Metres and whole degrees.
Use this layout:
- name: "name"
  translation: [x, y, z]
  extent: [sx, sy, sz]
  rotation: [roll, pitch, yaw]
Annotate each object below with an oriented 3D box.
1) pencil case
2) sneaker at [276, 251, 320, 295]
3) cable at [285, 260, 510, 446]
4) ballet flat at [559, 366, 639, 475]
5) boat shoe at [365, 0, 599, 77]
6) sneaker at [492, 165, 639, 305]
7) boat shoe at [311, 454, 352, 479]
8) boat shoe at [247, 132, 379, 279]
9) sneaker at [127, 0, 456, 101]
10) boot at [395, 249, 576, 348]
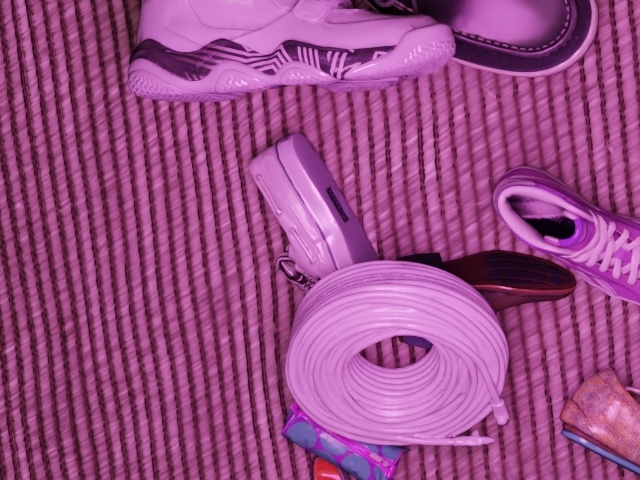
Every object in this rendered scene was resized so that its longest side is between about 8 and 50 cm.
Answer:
- name: "pencil case"
  translation: [0.028, 0.245, 1.953]
  extent: [0.152, 0.070, 0.064]
  rotation: [29, 74, 5]
- name: "sneaker"
  translation: [-0.022, 0.048, 1.951]
  extent: [0.083, 0.037, 0.032]
  rotation: [36, 100, 1]
- name: "cable"
  translation: [0.088, 0.131, 1.855]
  extent: [0.257, 0.089, 0.257]
  rotation: [-3, 130, 6]
- name: "ballet flat"
  translation: [0.447, 0.266, 1.875]
  extent: [0.348, 0.123, 0.123]
  rotation: [33, 102, 3]
- name: "boat shoe"
  translation: [0.091, -0.347, 1.819]
  extent: [0.500, 0.156, 0.187]
  rotation: [36, 100, 1]
- name: "sneaker"
  translation: [0.321, 0.012, 1.830]
  extent: [0.282, 0.161, 0.102]
  rotation: [24, 100, 4]
- name: "boat shoe"
  translation: [0.019, 0.327, 1.982]
  extent: [0.049, 0.043, 0.137]
  rotation: [-15, 94, 13]
- name: "boat shoe"
  translation: [0.000, 0.000, 1.922]
  extent: [0.084, 0.095, 0.258]
  rotation: [-28, 87, 23]
- name: "sneaker"
  translation: [-0.039, -0.265, 1.739]
  extent: [0.366, 0.137, 0.210]
  rotation: [-3, 89, 15]
- name: "boot"
  translation: [0.191, 0.074, 1.917]
  extent: [0.219, 0.082, 0.106]
  rotation: [3, 125, -2]
